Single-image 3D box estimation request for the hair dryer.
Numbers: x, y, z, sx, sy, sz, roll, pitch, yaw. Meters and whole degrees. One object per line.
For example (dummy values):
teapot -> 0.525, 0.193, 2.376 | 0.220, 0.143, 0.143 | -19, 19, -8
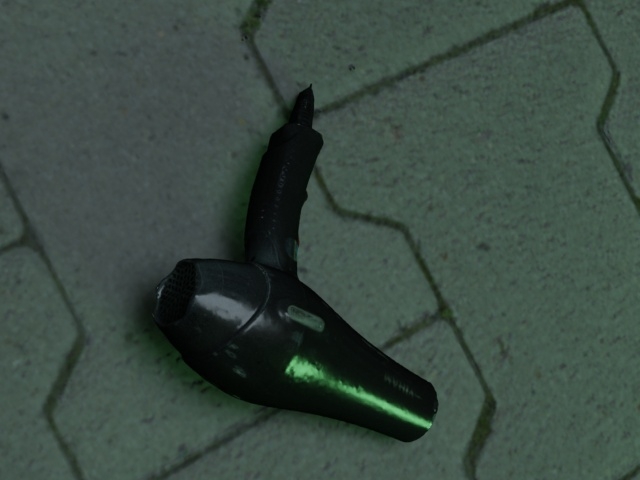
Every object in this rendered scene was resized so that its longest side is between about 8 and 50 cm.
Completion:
hair dryer -> 0.000, 0.000, 1.265 | 0.235, 0.091, 0.271 | 28, 57, -34
